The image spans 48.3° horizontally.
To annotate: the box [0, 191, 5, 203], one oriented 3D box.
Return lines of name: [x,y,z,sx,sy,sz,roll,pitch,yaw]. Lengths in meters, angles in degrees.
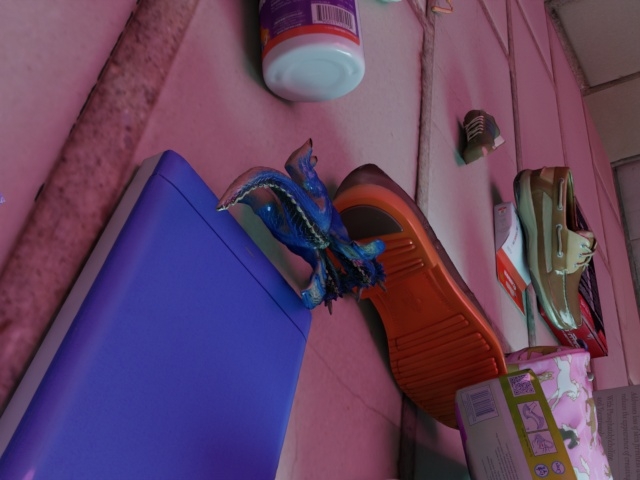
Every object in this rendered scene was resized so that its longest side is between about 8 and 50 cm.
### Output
box: [-0.278,-0.103,0.266,0.293,0.057,0.201,66,30,-13]

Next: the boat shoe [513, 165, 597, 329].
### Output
boat shoe: [0.467,0.010,1.382,0.122,0.119,0.324,-10,87,-58]

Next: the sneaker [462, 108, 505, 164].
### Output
sneaker: [0.291,-0.200,1.333,0.086,0.064,0.192,63,29,-3]

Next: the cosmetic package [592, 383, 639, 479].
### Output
cosmetic package: [0.704,0.486,1.352,0.328,0.393,0.329,64,29,-18]

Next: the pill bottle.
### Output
pill bottle: [-0.014,-0.256,0.764,0.108,0.108,0.194,26,53,-54]

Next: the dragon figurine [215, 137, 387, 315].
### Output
dragon figurine: [0.000,0.000,0.605,0.144,0.085,0.289,54,1,3]

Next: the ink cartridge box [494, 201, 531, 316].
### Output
ink cartridge box: [0.384,0.035,1.389,0.145,0.045,0.179,47,36,-39]

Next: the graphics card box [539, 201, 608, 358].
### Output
graphics card box: [0.568,0.061,1.650,0.233,0.094,0.371,44,41,-42]

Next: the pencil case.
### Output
pencil case: [0.376,0.352,1.093,0.160,0.167,0.386,99,-19,-79]

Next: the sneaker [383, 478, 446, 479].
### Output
sneaker: [0.104,0.370,0.662,0.169,0.108,0.293,30,41,-50]

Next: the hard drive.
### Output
hard drive: [-0.099,0.116,0.487,0.210,0.040,0.319,53,34,-34]

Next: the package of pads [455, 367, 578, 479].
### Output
package of pads: [0.230,0.311,0.789,0.297,0.101,0.229,67,9,-52]

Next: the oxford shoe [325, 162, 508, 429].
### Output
oxford shoe: [0.129,0.069,0.835,0.364,0.129,0.133,62,23,-23]

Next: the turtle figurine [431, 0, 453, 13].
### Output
turtle figurine: [0.209,-0.579,1.352,0.269,0.087,0.218,33,48,-51]
